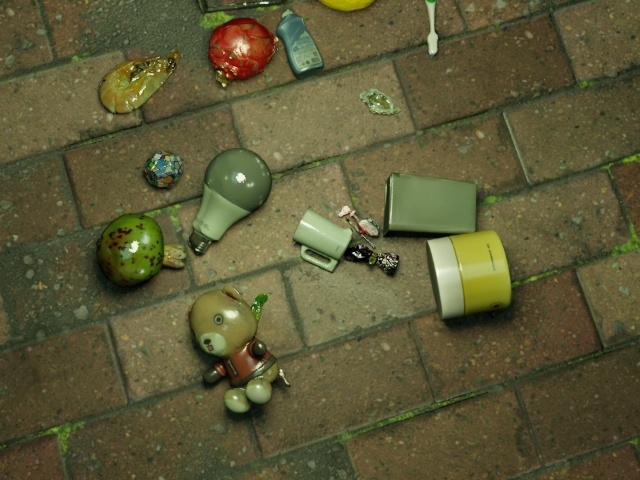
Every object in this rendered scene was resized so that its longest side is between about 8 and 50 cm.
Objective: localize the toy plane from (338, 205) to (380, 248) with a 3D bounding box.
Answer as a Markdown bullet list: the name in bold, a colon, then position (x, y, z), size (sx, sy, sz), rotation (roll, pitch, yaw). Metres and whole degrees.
- **toy plane**: position (0.118, -0.046, 1.922), size (0.145, 0.037, 0.060), rotation (42, 93, 0)

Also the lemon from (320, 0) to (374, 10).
- **lemon**: position (0.086, -0.772, 1.936), size (0.219, 0.240, 0.240), rotation (12, 81, -22)

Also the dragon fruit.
- **dragon fruit**: position (-0.225, -0.539, 1.921), size (0.209, 0.172, 0.172), rotation (-40, 85, -17)

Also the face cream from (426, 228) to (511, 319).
- **face cream**: position (0.390, 0.090, 1.809), size (0.180, 0.218, 0.218), rotation (-10, 82, 4)

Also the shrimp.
- **shrimp**: position (-0.515, -0.469, 1.953), size (0.267, 0.061, 0.145), rotation (-38, 75, -5)

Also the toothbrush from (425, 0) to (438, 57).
- **toothbrush**: position (0.326, -0.748, 2.032), size (0.042, 0.040, 0.417), rotation (-1, 82, 0)

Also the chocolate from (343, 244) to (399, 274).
- **chocolate**: position (0.140, 0.052, 1.892), size (0.147, 0.072, 0.070), rotation (11, 37, -5)

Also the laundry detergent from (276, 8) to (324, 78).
- **laundry detergent**: position (-0.067, -0.579, 1.982), size (0.097, 0.061, 0.206), rotation (-21, 83, -3)

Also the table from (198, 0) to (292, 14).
- **table**: position (-0.236, -0.860, 1.938), size (0.273, 0.222, 0.334), rotation (-8, 83, -2)

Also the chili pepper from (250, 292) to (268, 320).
- **chili pepper**: position (-0.174, 0.186, 1.883), size (0.030, 0.034, 0.091), rotation (29, 79, -31)

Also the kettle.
- **kettle**: position (0.001, -0.002, 1.882), size (0.148, 0.098, 0.126), rotation (28, 76, -1)

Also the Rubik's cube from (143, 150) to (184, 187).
- **Rubik's cube**: position (-0.436, -0.198, 1.896), size (0.093, 0.111, 0.111), rotation (-9, 81, 22)

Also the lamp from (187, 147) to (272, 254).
- **lamp**: position (-0.274, -0.119, 1.867), size (0.314, 0.182, 0.182), rotation (-39, 84, 12)

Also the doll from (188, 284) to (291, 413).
- **doll**: position (-0.218, 0.278, 1.794), size (0.174, 0.235, 0.329), rotation (-31, 92, -49)

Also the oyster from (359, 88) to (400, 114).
- **oyster**: position (0.169, -0.400, 1.984), size (0.098, 0.037, 0.100), rotation (-17, 61, -23)

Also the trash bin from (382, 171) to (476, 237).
- **trash bin**: position (0.302, -0.093, 1.896), size (0.241, 0.122, 0.164), rotation (3, 81, -3)

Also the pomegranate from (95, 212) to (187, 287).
- **pomegranate**: position (-0.478, 0.031, 1.826), size (0.248, 0.202, 0.202), rotation (12, 80, -29)

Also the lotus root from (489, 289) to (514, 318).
- **lotus root**: position (0.499, 0.173, 1.893), size (0.049, 0.054, 0.099), rotation (42, 82, -8)
